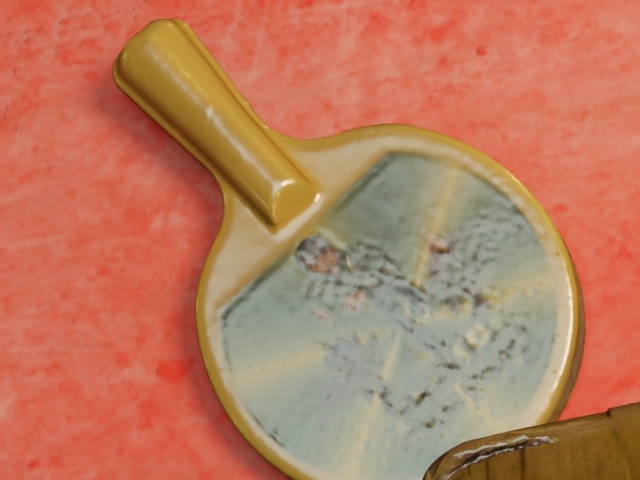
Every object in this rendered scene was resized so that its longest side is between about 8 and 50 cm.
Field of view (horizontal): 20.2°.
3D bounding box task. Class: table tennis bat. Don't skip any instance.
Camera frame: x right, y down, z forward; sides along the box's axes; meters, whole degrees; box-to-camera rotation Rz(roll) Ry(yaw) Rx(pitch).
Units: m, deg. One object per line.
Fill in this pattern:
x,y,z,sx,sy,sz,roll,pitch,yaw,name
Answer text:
0.000,0.000,0.964,0.198,0.050,0.321,-40,72,-5,table tennis bat

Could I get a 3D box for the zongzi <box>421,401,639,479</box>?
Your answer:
0.196,0.212,0.797,0.273,0.145,0.300,-13,74,9,zongzi
